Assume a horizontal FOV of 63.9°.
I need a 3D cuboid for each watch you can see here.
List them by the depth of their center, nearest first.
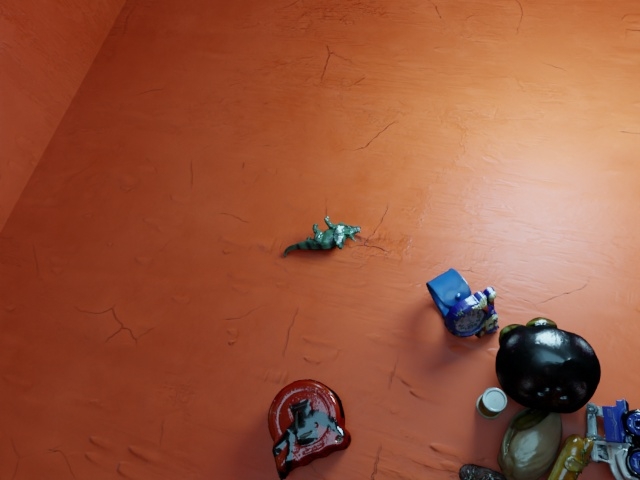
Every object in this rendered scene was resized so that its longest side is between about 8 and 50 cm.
[{"bbox_3d":[0.426,0.190,1.582,0.171,0.196,0.200,-25,42,-7],"label":"watch"}]

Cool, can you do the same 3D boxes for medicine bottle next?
[{"bbox_3d":[0.475,0.452,1.424,0.074,0.218,0.073,-5,67,12],"label":"medicine bottle"}]

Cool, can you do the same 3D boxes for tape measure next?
[{"bbox_3d":[-0.047,0.560,1.574,0.253,0.114,0.260,-23,64,4],"label":"tape measure"}]

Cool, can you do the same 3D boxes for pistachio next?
[{"bbox_3d":[0.578,0.555,1.405,0.237,0.153,0.138,-58,25,-15],"label":"pistachio"}]

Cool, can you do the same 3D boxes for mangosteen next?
[{"bbox_3d":[0.626,0.342,1.436,0.288,0.287,0.233,-4,95,13],"label":"mangosteen"}]

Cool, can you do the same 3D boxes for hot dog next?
[{"bbox_3d":[0.642,0.627,1.351,0.072,0.109,0.269,26,88,37],"label":"hot dog"}]

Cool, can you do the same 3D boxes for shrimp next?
[{"bbox_3d":[0.475,0.671,1.409,0.190,0.075,0.073,15,78,21],"label":"shrimp"}]

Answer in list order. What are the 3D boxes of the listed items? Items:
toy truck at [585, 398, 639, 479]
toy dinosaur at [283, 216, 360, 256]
[{"bbox_3d":[0.795,0.532,1.358,0.177,0.161,0.213,-9,65,33],"label":"toy truck"},{"bbox_3d":[0.000,-0.016,1.831,0.292,0.079,0.119,-6,64,16],"label":"toy dinosaur"}]
